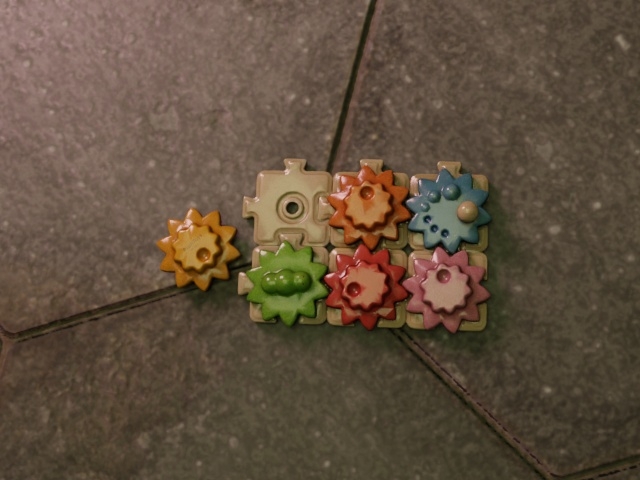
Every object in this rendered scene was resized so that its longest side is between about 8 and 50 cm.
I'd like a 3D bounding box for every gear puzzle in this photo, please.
[{"bbox_3d":[0.000,0.000,1.084,0.339,0.044,0.175,2,81,7],"label":"gear puzzle"}]
